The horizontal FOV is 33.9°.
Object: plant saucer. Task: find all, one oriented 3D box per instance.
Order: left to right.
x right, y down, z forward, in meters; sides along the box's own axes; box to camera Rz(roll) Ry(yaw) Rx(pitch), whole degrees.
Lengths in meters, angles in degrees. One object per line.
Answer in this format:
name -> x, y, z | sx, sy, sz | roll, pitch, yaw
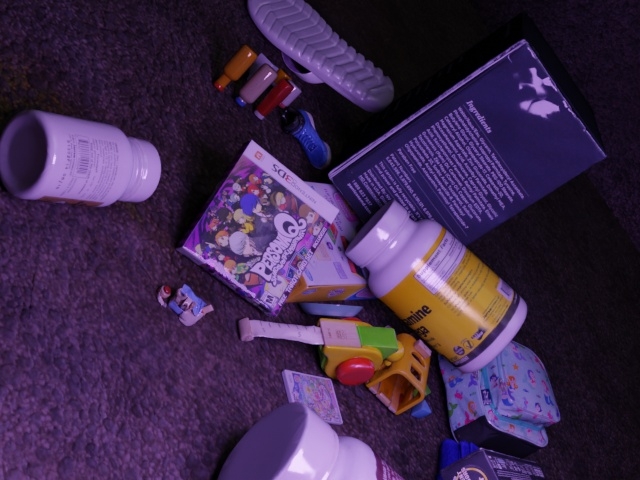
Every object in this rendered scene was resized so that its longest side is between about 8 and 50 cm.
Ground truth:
plant saucer -> 0.018, 0.128, 1.921 | 0.119, 0.119, 0.021 | 9, 83, -51

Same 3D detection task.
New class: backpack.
backpack -> 0.357, 0.304, 2.154 | 0.225, 0.191, 0.253 | 26, 36, -39

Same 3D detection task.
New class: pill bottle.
pill bottle -> -0.359, -0.118, 1.589 | 0.229, 0.131, 0.131 | 6, 56, -53
pill bottle -> 0.047, 0.430, 1.530 | 0.392, 0.224, 0.224 | 45, 31, -18
pill bottle -> 0.216, 0.083, 2.008 | 0.334, 0.188, 0.188 | 41, 31, -5

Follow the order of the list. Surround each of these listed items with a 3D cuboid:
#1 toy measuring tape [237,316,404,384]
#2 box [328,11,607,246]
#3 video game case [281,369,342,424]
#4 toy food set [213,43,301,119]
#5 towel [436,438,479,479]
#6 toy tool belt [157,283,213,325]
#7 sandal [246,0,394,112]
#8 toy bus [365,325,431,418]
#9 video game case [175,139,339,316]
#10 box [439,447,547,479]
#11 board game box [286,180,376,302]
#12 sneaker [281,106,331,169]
toy measuring tape -> -0.003, 0.193, 1.855 | 0.330, 0.121, 0.121 | 7, 51, -25
box -> 0.318, -0.216, 2.242 | 0.297, 0.471, 0.480 | 52, 20, -8
video game case -> -0.014, 0.272, 1.814 | 0.122, 0.011, 0.087 | 19, 46, -45
toy food set -> -0.125, -0.319, 2.195 | 0.111, 0.104, 0.232 | 47, 10, 13
towel -> 0.301, 0.533, 1.939 | 0.227, 0.076, 0.308 | 44, 32, -18
toy tool belt -> -0.213, 0.093, 1.666 | 0.083, 0.051, 0.052 | 44, 31, -17
sandal -> -0.019, -0.422, 2.416 | 0.416, 0.102, 0.169 | 42, 46, 6
toy bus -> 0.160, 0.231, 2.011 | 0.191, 0.104, 0.202 | 8, 54, -52
video game case -> -0.104, -0.020, 1.813 | 0.210, 0.042, 0.232 | 38, 69, -19
box -> 0.361, 0.523, 1.774 | 0.318, 0.097, 0.395 | 63, 14, 24
board game box -> 0.000, 0.000, 2.052 | 0.316, 0.064, 0.242 | 3, 58, -54
sneaker -> -0.036, -0.220, 2.226 | 0.084, 0.058, 0.152 | 15, 47, -52
